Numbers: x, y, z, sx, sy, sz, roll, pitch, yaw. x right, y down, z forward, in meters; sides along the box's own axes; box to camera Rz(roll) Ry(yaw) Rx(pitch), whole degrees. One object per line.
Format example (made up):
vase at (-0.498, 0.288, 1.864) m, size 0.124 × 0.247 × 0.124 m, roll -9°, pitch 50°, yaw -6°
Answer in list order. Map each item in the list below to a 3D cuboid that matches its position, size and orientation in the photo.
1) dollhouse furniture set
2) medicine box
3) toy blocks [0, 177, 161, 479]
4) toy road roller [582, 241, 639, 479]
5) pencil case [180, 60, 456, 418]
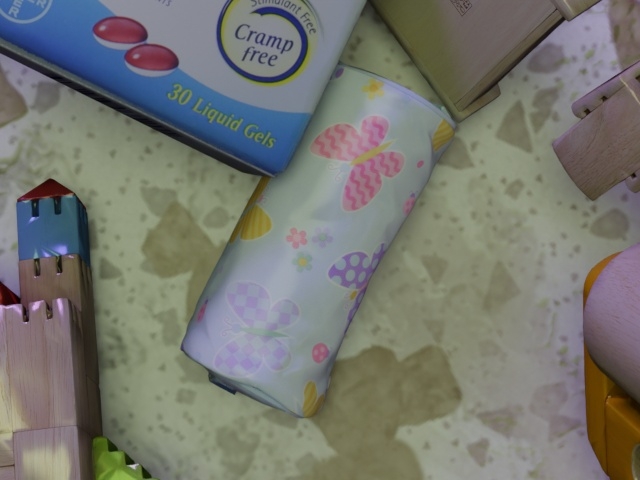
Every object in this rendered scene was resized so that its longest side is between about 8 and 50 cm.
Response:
dollhouse furniture set at (0.239, -0.212, 1.478) m, size 0.303 × 0.198 × 0.286 m, roll -34°, pitch 86°, yaw -27°
medicine box at (-0.098, -0.232, 1.438) m, size 0.263 × 0.149 × 0.289 m, roll 26°, pitch 88°, yaw -17°
toy blocks at (-0.320, 0.085, 1.464) m, size 0.381 × 0.191 × 0.261 m, roll -7°, pitch 74°, yaw 4°
toy road roller at (0.332, 0.152, 1.381) m, size 0.240 × 0.202 × 0.329 m, roll -15°, pitch 114°, yaw -15°
pencil case at (0.000, 0.000, 1.474) m, size 0.124 × 0.113 × 0.273 m, roll 26°, pitch 87°, yaw -14°
